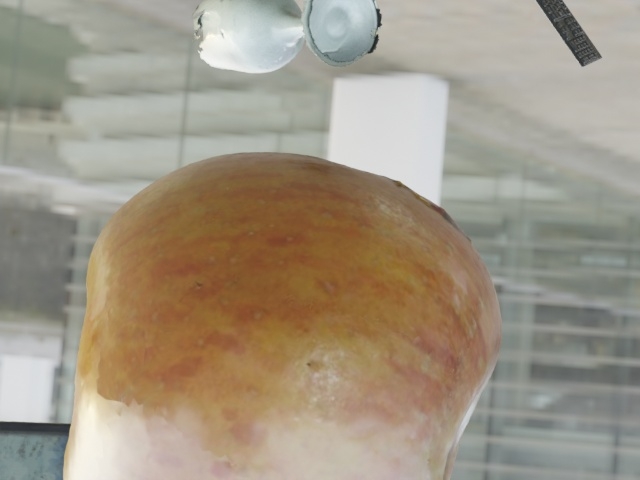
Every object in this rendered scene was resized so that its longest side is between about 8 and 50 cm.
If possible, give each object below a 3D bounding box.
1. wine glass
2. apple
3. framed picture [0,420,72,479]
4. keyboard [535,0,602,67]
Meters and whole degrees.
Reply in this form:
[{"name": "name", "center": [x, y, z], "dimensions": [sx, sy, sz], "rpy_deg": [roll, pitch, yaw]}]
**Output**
[{"name": "wine glass", "center": [-0.058, -0.314, 2.571], "dimensions": [0.143, 0.143, 0.321], "rpy_deg": [9, 177, -35]}, {"name": "apple", "center": [-0.043, 0.116, 1.400], "dimensions": [0.333, 0.400, 0.400], "rpy_deg": [20, 176, 10]}, {"name": "framed picture", "center": [-0.273, 0.353, 1.756], "dimensions": [0.265, 0.347, 0.016], "rpy_deg": [6, 170, -23]}, {"name": "keyboard", "center": [0.281, -0.301, 2.188], "dimensions": [0.010, 0.198, 0.063], "rpy_deg": [-37, 174, 34]}]
